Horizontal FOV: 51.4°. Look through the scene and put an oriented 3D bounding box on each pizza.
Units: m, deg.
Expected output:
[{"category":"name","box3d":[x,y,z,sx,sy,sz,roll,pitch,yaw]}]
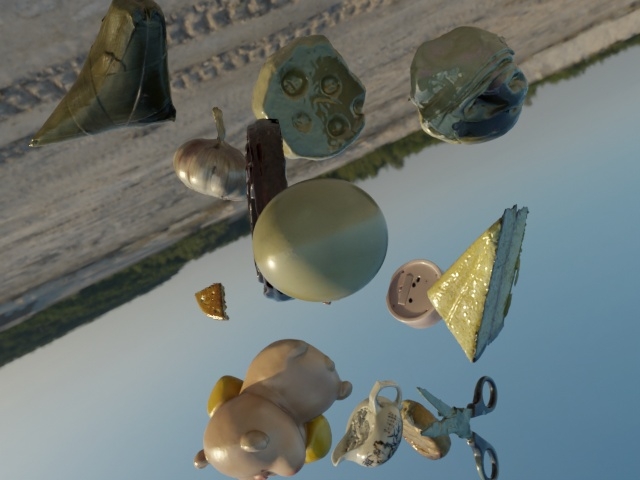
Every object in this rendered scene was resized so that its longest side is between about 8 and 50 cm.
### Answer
[{"category":"pizza","box3d":[-0.369,0.205,2.316,0.178,0.131,0.041,18,-176,34]}]

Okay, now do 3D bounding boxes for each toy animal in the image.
[{"category":"toy animal","box3d":[-0.092,0.390,1.369,0.345,0.277,0.247,-38,-171,27]}]

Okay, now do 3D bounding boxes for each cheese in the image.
[{"category":"cheese","box3d":[-0.023,-0.373,1.746,0.317,0.327,0.115,4,-172,-27]}]

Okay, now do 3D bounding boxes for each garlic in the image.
[{"category":"garlic","box3d":[-0.293,-0.245,1.866,0.244,0.253,0.245,9,-173,-1]}]

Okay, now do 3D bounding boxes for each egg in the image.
[{"category":"egg","box3d":[0.000,0.000,0.993,0.186,0.186,0.241,-22,176,37]}]

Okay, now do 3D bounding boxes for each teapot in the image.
[{"category":"teapot","box3d":[0.157,0.551,1.995,0.165,0.300,0.208,18,-170,-15]}]

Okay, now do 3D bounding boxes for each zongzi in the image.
[{"category":"zongzi","box3d":[-0.441,-0.324,1.298,0.299,0.145,0.274,-22,142,-26]}]

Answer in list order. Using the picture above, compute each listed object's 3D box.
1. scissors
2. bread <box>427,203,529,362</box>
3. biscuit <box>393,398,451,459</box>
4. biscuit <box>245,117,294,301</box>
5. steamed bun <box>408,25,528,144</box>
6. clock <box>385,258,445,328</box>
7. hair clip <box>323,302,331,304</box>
[{"category":"scissors","box3d":[0.319,0.409,1.519,0.029,0.256,0.383,-12,153,37]},{"category":"bread","box3d":[0.458,0.094,1.674,0.345,0.242,0.405,-29,165,-49]},{"category":"biscuit","box3d":[0.322,0.601,2.131,0.091,0.213,0.274,-43,-174,-21]},{"category":"biscuit","box3d":[-0.114,-0.064,1.452,0.091,0.408,0.407,-5,-177,-5]},{"category":"steamed bun","box3d":[0.371,-0.351,1.586,0.319,0.206,0.275,-2,130,-35]},{"category":"clock","box3d":[0.292,0.157,1.966,0.196,0.197,0.068,-22,143,31]},{"category":"hair clip","box3d":[0.030,0.108,1.867,0.056,0.146,0.187,15,-172,-38]}]
